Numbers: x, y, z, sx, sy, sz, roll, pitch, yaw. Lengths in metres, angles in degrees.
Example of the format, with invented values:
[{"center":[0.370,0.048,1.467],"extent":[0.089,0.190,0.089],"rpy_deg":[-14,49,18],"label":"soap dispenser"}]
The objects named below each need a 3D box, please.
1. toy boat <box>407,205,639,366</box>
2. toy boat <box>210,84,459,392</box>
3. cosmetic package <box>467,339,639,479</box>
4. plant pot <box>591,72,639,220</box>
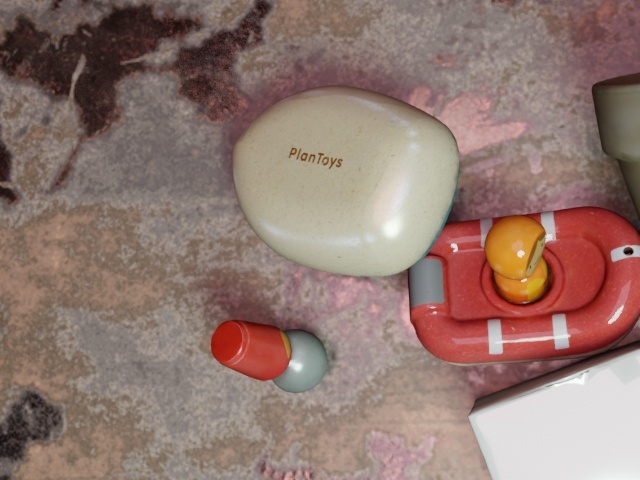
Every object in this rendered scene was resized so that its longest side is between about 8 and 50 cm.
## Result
[{"center":[0.192,0.028,0.881],"extent":[0.231,0.151,0.151],"rpy_deg":[-7,61,12],"label":"toy boat"},{"center":[0.000,0.000,0.949],"extent":[0.267,0.148,0.318],"rpy_deg":[23,89,39],"label":"toy boat"},{"center":[0.291,0.290,0.849],"extent":[0.197,0.155,0.365],"rpy_deg":[-21,80,9],"label":"cosmetic package"},{"center":[0.416,-0.022,0.795],"extent":[0.323,0.323,0.280],"rpy_deg":[-8,100,12],"label":"plant pot"}]
